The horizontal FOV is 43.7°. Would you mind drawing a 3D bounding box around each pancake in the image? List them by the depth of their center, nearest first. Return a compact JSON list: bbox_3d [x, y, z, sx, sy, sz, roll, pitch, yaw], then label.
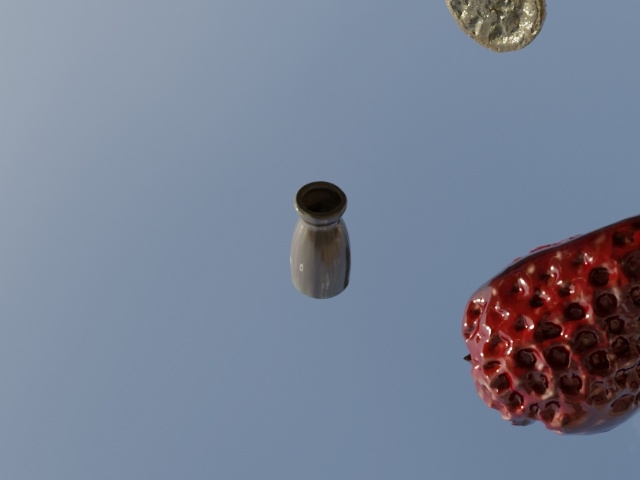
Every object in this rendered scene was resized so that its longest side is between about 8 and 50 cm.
[{"bbox_3d":[0.229,-0.317,1.054,0.152,0.151,0.025,39,-116,11],"label":"pancake"}]

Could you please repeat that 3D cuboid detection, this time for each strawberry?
[{"bbox_3d":[0.394,0.109,1.127,0.318,0.345,0.295,19,-134,-24],"label":"strawberry"}]

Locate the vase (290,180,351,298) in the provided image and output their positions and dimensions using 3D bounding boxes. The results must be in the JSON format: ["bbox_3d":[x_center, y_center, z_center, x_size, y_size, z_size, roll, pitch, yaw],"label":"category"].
[{"bbox_3d":[0.000,0.000,0.673,0.053,0.100,0.053,0,-132,0],"label":"vase"}]
